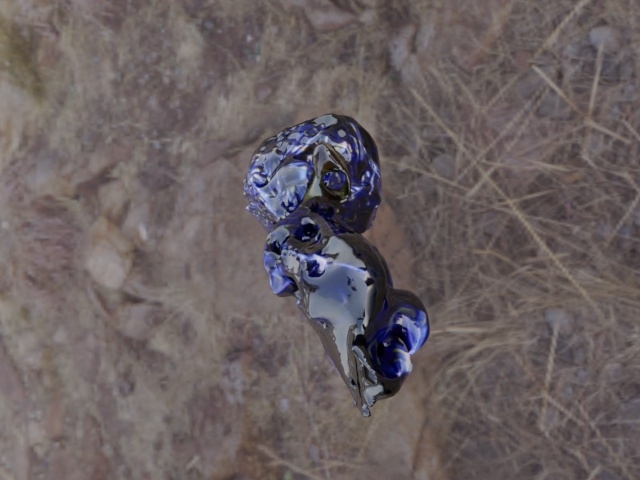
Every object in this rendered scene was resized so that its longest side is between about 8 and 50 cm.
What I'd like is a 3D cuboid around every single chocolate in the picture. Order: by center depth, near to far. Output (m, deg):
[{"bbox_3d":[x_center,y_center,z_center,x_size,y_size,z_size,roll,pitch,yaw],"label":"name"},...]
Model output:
[{"bbox_3d":[0.003,0.002,0.702,0.343,0.126,0.148,-100,11,-65],"label":"chocolate"}]
